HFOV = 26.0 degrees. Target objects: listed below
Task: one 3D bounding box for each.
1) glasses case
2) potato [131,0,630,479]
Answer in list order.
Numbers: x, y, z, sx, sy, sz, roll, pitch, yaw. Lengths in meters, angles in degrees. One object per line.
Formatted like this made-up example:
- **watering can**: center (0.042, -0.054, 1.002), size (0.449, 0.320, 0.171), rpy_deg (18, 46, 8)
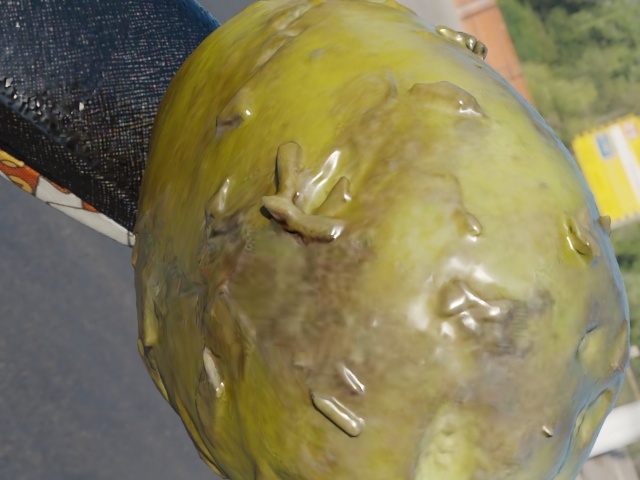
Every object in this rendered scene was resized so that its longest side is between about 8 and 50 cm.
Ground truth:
- **glasses case**: center (-0.129, -0.093, 0.528), size (0.266, 0.067, 0.103), rpy_deg (37, 57, -24)
- **potato**: center (0.000, 0.000, 0.424), size (0.113, 0.149, 0.251), rpy_deg (10, 19, -30)
